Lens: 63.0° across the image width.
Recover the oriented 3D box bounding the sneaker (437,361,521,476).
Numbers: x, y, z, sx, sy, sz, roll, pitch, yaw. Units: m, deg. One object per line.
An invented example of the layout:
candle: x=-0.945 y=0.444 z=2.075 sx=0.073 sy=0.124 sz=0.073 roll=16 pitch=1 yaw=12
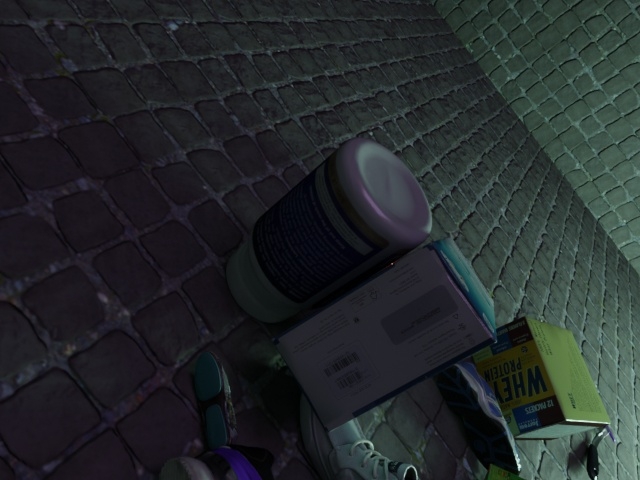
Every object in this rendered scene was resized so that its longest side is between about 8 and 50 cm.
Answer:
sneaker: x=0.289 y=0.305 z=0.908 sx=0.081 sy=0.080 sz=0.211 roll=-8 pitch=68 yaw=-47

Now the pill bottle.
pill bottle: x=0.000 y=0.000 z=0.688 sx=0.153 sy=0.265 sz=0.153 roll=30 pitch=40 yaw=-30

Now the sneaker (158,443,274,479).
sneaker: x=-0.042 y=0.334 z=0.495 sx=0.146 sy=0.102 sz=0.293 roll=2 pitch=59 yaw=-48

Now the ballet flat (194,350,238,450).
ballet flat: x=-0.119 y=0.185 z=0.600 sx=0.041 sy=0.041 sz=0.114 roll=11 pitch=53 yaw=-43

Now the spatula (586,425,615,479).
spatula: x=0.641 y=0.466 z=1.204 sx=0.296 sy=0.030 sz=0.084 roll=-21 pitch=79 yaw=-54

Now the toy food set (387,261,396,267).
toy food set: x=0.103 y=0.057 z=0.927 sx=0.111 sy=0.105 sz=0.232 roll=27 pitch=59 yaw=-51

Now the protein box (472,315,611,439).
protein box: x=0.432 y=0.280 z=1.039 sx=0.201 sy=0.136 sz=0.199 roll=18 pitch=49 yaw=-39

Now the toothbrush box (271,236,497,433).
toothbrush box: x=0.103 y=0.102 z=0.688 sx=0.126 sy=0.216 sz=0.295 roll=58 pitch=15 yaw=7

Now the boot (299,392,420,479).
boot: x=0.066 y=0.282 z=0.641 sx=0.095 sy=0.123 sz=0.258 roll=3 pitch=58 yaw=-47

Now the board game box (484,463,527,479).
board game box: x=0.280 y=0.419 z=0.771 sx=0.092 sy=0.043 sz=0.181 roll=20 pitch=19 yaw=19
